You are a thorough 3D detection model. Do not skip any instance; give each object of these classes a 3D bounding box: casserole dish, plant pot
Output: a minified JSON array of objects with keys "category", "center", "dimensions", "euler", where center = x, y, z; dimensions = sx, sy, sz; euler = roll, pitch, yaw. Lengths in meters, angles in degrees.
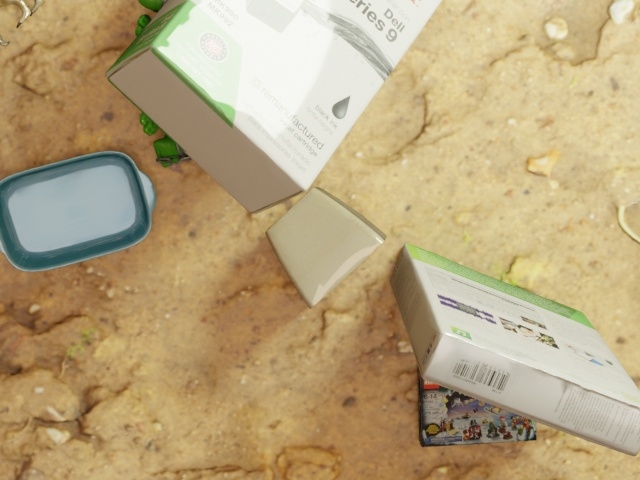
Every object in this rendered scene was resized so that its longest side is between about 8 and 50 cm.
[{"category":"casserole dish","center":[-0.273,-0.035,1.703],"dimensions":[0.188,0.037,0.114],"euler":[-15,103,-2]},{"category":"plant pot","center":[0.000,0.000,1.702],"dimensions":[0.109,0.109,0.096],"euler":[-43,90,5]}]

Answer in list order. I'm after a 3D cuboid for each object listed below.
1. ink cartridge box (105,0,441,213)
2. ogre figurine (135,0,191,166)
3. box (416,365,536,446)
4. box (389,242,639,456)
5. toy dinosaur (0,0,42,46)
[{"category":"ink cartridge box","center":[-0.041,-0.207,1.566],"dimensions":[0.211,0.121,0.289],"euler":[42,62,-15]},{"category":"ogre figurine","center":[-0.131,-0.180,1.657],"dimensions":[0.118,0.097,0.197],"euler":[-1,87,14]},{"category":"box","center":[0.181,0.188,1.793],"dimensions":[0.137,0.027,0.094],"euler":[-4,102,-4]},{"category":"box","center":[0.200,0.107,1.627],"dimensions":[0.232,0.322,0.058],"euler":[21,104,-8]},{"category":"toy dinosaur","center":[-0.343,-0.268,1.637],"dimensions":[0.093,0.053,0.183],"euler":[39,97,-10]}]
